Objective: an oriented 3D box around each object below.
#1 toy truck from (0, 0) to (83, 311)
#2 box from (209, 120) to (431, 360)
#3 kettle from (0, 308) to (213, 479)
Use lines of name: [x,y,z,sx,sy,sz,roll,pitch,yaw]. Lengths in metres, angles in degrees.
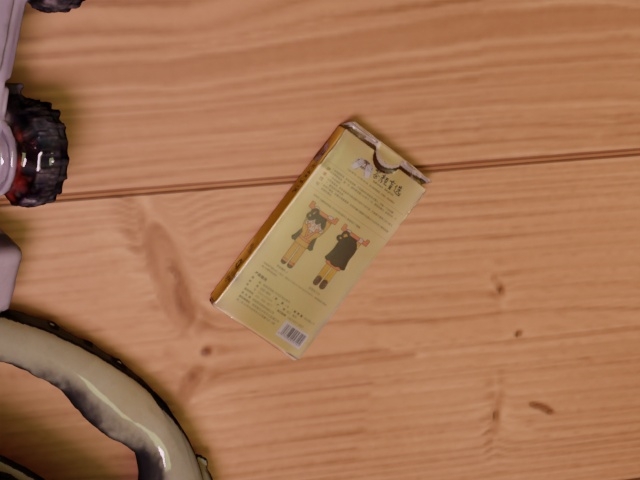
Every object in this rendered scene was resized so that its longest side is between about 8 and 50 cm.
toy truck: [-0.210,-0.093,0.776,0.136,0.111,0.286,-7,119,-45]
box: [0.000,0.000,0.911,0.073,0.020,0.149,37,94,-21]
kettle: [-0.205,0.200,0.830,0.324,0.228,0.321,31,65,-27]
